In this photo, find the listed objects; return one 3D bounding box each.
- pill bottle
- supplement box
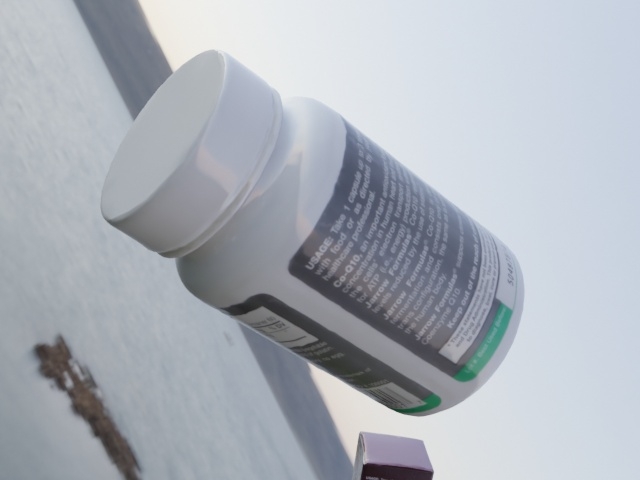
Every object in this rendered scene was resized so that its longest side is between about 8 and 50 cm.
[{"bbox_3d":[0.000,0.000,0.834,0.361,0.204,0.204,34,9,-29],"label":"pill bottle"},{"bbox_3d":[0.072,0.329,1.056,0.104,0.081,0.188,-91,-171,-82],"label":"supplement box"}]
